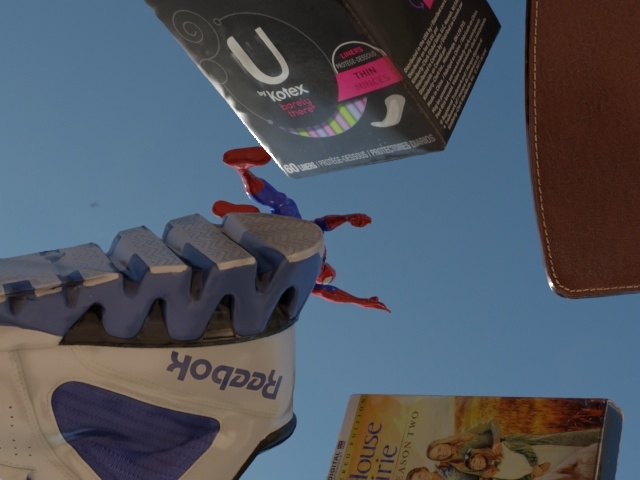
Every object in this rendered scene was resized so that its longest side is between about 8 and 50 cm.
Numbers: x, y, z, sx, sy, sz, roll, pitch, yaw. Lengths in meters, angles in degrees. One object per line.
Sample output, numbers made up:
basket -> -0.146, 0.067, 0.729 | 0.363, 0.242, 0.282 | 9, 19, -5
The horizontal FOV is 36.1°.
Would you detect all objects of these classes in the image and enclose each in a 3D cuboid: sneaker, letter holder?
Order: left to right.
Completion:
sneaker -> -0.142, 0.097, 0.511 | 0.316, 0.127, 0.182 | -8, -75, -17
letter holder -> 0.247, -0.118, 0.794 | 0.215, 0.152, 0.301 | -5, -81, -7

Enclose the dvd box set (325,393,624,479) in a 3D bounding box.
dvd box set -> 0.181, 0.357, 1.325 | 0.062, 0.420, 0.307 | 41, -124, -39

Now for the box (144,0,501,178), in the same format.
box -> -0.014, -0.194, 0.721 | 0.270, 0.165, 0.143 | 50, -129, -29

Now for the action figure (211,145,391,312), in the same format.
action figure -> 0.000, 0.000, 1.025 | 0.139, 0.280, 0.091 | 7, -107, 16
